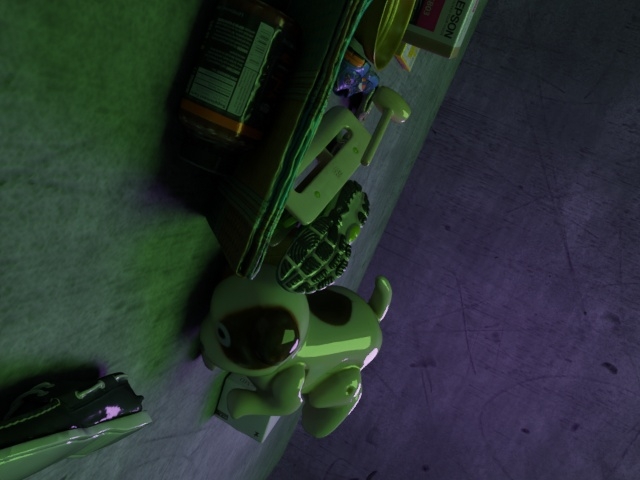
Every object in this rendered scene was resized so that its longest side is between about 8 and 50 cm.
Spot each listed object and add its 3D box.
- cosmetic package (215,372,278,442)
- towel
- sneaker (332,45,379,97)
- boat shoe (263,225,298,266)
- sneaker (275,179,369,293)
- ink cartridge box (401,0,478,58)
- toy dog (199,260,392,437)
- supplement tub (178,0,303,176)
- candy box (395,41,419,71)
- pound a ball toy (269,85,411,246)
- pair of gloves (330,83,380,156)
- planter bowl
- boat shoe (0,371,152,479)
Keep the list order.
[{"bbox_3d":[-0.166,0.413,1.412,0.184,0.151,0.151,-44,156,-61],"label":"cosmetic package"},{"bbox_3d":[-0.055,-0.159,0.672,0.369,0.040,0.271,-66,-156,10],"label":"towel"},{"bbox_3d":[0.058,-0.336,1.059,0.087,0.083,0.221,-47,171,14],"label":"sneaker"},{"bbox_3d":[-0.090,0.036,1.122,0.341,0.122,0.110,94,-10,-59],"label":"boat shoe"},{"bbox_3d":[0.000,0.000,0.937,0.110,0.107,0.275,-21,-156,44],"label":"sneaker"},{"bbox_3d":[0.242,-0.537,1.102,0.088,0.193,0.234,-44,156,-58],"label":"ink cartridge box"},{"bbox_3d":[-0.056,0.193,1.020,0.396,0.284,0.408,-34,143,16],"label":"toy dog"},{"bbox_3d":[-0.103,-0.180,0.614,0.197,0.106,0.106,-66,167,11],"label":"supplement tub"},{"bbox_3d":[0.260,-0.565,1.499,0.105,0.027,0.206,-69,167,12],"label":"candy box"},{"bbox_3d":[0.001,-0.160,0.927,0.208,0.136,0.319,-31,-163,51],"label":"pound a ball toy"},{"bbox_3d":[0.074,-0.269,1.262,0.240,0.042,0.204,-63,180,13],"label":"pair of gloves"},{"bbox_3d":[0.109,-0.444,0.978,0.217,0.091,0.217,-60,167,-24],"label":"planter bowl"},{"bbox_3d":[-0.308,0.210,0.596,0.114,0.091,0.302,-30,166,-2],"label":"boat shoe"}]
